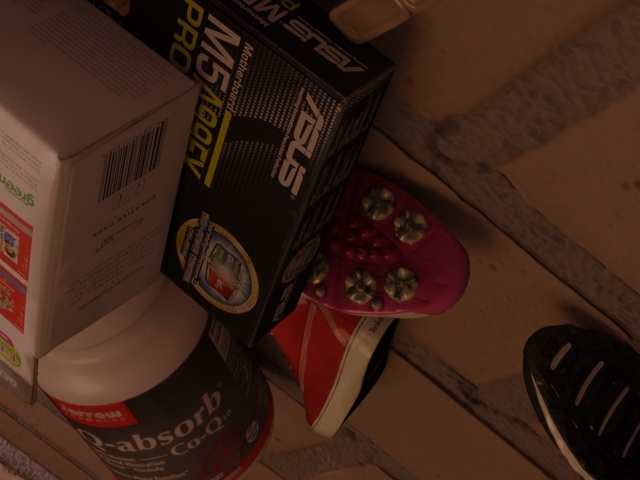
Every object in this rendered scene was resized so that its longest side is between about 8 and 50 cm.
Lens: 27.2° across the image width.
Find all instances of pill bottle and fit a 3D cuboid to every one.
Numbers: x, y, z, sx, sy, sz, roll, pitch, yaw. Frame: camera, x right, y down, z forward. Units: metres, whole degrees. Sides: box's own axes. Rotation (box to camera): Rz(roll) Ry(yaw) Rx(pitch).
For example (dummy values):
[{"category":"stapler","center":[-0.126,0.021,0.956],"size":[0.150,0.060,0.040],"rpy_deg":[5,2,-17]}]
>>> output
[{"category":"pill bottle","center":[-0.197,0.120,1.425],"size":[0.210,0.210,0.363],"rpy_deg":[20,153,31]}]

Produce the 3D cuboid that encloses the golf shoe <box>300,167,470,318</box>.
[{"category":"golf shoe","center":[0.000,0.000,1.096],"size":[0.306,0.115,0.140],"rpy_deg":[16,174,33]}]

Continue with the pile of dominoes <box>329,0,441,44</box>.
[{"category":"pile of dominoes","center":[0.025,-0.221,0.728],"size":[0.196,0.040,0.251],"rpy_deg":[44,147,-18]}]

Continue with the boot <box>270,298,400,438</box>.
[{"category":"boot","center":[-0.023,0.092,1.301],"size":[0.176,0.088,0.244],"rpy_deg":[31,148,12]}]

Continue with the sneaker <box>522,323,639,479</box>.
[{"category":"sneaker","center":[0.237,0.169,1.079],"size":[0.271,0.100,0.108],"rpy_deg":[48,159,-28]}]

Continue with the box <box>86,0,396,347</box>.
[{"category":"box","center":[-0.082,-0.080,0.942],"size":[0.216,0.060,0.270],"rpy_deg":[40,140,15]}]

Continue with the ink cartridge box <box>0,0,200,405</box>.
[{"category":"ink cartridge box","center":[-0.261,-0.075,0.967],"size":[0.309,0.130,0.272],"rpy_deg":[38,138,17]}]
